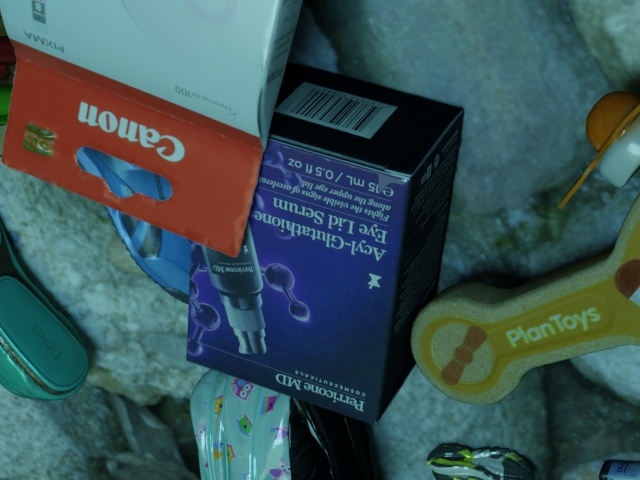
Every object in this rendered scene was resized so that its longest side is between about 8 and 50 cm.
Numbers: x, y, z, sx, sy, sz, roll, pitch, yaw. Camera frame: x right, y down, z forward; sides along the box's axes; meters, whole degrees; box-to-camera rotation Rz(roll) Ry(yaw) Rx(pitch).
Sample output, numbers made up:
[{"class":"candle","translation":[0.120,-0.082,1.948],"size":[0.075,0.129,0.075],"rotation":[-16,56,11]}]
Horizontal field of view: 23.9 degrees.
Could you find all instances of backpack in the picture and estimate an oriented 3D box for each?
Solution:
[{"class":"backpack","translation":[-0.025,0.169,1.132],"size":[0.115,0.152,0.182],"rotation":[-5,105,20]}]

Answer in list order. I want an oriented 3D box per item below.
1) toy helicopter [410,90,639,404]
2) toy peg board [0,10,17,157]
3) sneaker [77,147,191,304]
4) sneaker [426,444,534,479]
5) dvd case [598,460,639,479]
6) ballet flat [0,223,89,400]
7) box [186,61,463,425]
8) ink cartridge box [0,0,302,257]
[{"class":"toy helicopter","translation":[0.193,0.015,0.932],"size":[0.355,0.140,0.235],"rotation":[-22,105,38]},{"class":"toy peg board","translation":[-0.261,-0.137,1.065],"size":[0.161,0.079,0.160],"rotation":[-15,90,37]},{"class":"sneaker","translation":[-0.112,-0.044,1.092],"size":[0.082,0.069,0.209],"rotation":[-22,107,31]},{"class":"sneaker","translation":[0.122,0.175,1.133],"size":[0.083,0.031,0.035],"rotation":[9,136,27]},{"class":"dvd case","translation":[0.333,0.239,1.065],"size":[0.253,0.022,0.180],"rotation":[-1,119,27]},{"class":"ballet flat","translation":[-0.284,0.032,1.222],"size":[0.087,0.083,0.247],"rotation":[-22,105,50]},{"class":"box","translation":[0.000,0.000,1.036],"size":[0.153,0.108,0.207],"rotation":[16,124,17]},{"class":"ink cartridge box","translation":[-0.115,-0.116,0.931],"size":[0.189,0.066,0.232],"rotation":[22,111,14]}]
